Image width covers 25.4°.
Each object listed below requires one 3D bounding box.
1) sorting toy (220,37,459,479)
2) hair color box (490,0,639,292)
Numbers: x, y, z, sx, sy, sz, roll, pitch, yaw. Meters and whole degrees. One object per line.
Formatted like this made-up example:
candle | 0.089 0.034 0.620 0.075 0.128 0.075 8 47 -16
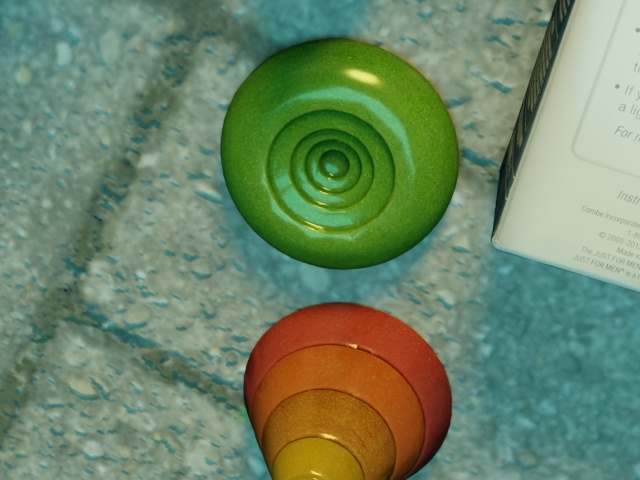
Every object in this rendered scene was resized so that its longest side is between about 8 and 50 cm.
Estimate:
sorting toy | 0.000 0.000 0.709 0.127 0.126 0.366 3 114 11
hair color box | 0.207 -0.141 0.615 0.174 0.105 0.347 17 115 2
